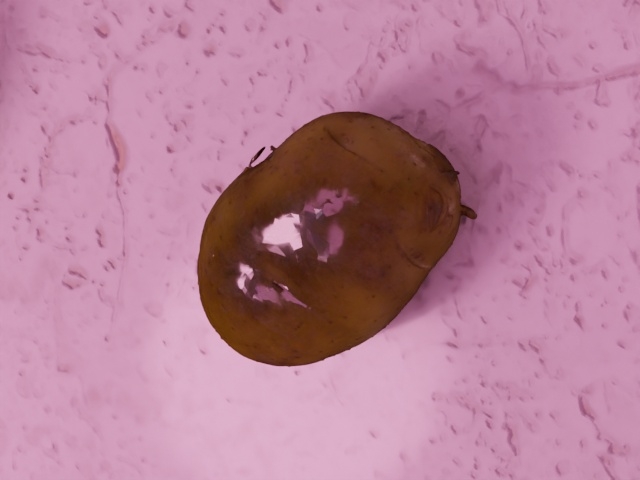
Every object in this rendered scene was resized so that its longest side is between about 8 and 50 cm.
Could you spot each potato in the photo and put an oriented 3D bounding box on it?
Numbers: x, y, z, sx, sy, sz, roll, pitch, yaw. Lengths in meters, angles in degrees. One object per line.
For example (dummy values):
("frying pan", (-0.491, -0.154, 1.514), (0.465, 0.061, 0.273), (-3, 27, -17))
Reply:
("potato", (0.000, 0.000, 1.372), (0.169, 0.143, 0.248), (49, 127, 9))
